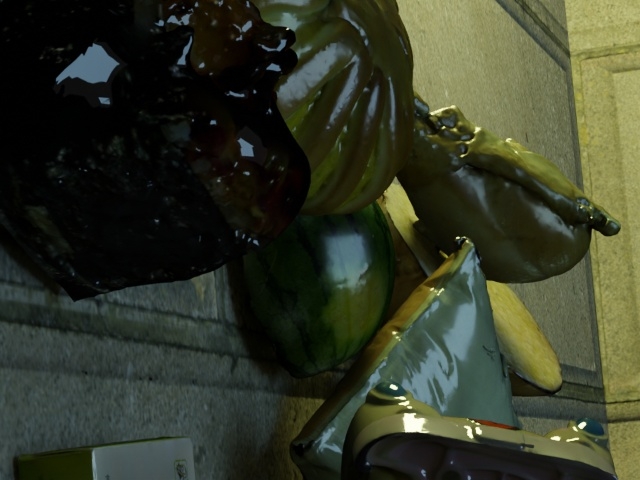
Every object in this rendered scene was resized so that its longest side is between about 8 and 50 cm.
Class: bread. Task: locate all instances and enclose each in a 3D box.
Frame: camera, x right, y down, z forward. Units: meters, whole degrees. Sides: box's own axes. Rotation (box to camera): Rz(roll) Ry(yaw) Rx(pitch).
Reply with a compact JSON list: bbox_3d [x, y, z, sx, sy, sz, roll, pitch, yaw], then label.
[{"bbox_3d":[-0.018,-0.168,1.597,0.333,0.160,0.333,50,24,-33],"label":"bread"}]

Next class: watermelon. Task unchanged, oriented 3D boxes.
[{"bbox_3d":[0.002,0.008,1.742,0.204,0.127,0.232,17,61,-67],"label":"watermelon"}]

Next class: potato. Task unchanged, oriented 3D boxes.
[{"bbox_3d":[0.135,0.083,2.063,0.299,0.116,0.239,44,14,-12],"label":"potato"}]

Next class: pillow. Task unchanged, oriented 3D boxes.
[{"bbox_3d":[0.094,0.202,1.853,0.310,0.119,0.312,-51,140,-31],"label":"pillow"}]

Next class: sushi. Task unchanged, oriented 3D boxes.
[{"bbox_3d":[-0.113,-0.082,1.267,0.215,0.212,0.227,-79,156,-47],"label":"sushi"}]

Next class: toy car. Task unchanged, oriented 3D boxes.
[{"bbox_3d":[0.120,0.294,1.681,0.226,0.242,0.336,-88,-171,-72],"label":"toy car"}]

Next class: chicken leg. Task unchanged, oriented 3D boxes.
[{"bbox_3d":[0.118,-0.097,1.934,0.429,0.201,0.153,41,76,-28],"label":"chicken leg"}]

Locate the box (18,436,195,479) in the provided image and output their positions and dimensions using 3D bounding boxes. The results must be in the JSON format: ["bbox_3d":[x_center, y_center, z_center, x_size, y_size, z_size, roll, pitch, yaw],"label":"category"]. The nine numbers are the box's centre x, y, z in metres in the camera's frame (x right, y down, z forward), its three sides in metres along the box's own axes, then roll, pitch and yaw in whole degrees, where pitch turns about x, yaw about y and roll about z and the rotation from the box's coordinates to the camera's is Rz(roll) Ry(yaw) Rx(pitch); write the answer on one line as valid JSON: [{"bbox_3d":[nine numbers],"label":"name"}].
[{"bbox_3d":[-0.137,0.271,1.299,0.175,0.062,0.261,11,72,-72],"label":"box"}]
